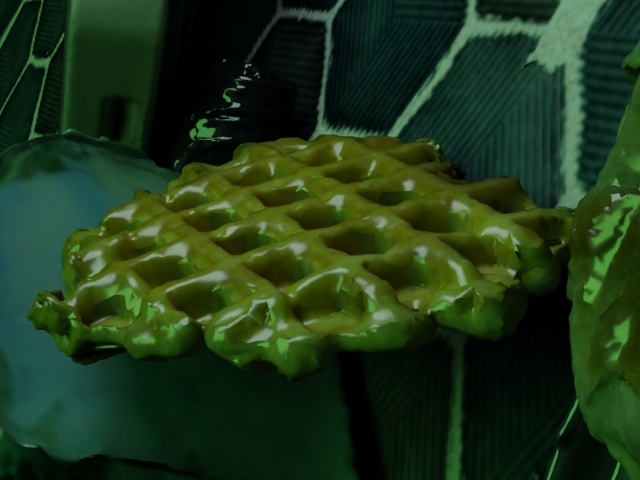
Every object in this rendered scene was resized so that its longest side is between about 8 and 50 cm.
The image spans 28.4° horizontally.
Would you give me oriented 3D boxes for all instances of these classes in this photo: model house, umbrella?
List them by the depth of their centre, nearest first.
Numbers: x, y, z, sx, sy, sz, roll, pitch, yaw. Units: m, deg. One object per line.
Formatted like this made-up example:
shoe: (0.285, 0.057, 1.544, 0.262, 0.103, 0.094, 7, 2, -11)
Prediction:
model house: (-0.132, 0.110, 0.785, 0.261, 0.226, 0.241, -100, 31, -47)
umbrella: (-0.112, 0.019, 0.940, 0.326, 0.094, 0.090, -63, 15, 8)

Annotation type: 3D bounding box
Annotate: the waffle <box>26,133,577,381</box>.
waffle: (0.000, -0.002, 0.651, 0.291, 0.291, 0.051, -145, 41, -61)

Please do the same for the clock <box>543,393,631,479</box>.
clock: (0.189, 0.115, 0.382, 0.319, 0.066, 0.319, -40, 39, 43)

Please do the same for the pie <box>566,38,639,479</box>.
pie: (0.181, -0.011, 0.343, 0.306, 0.071, 0.306, -40, 40, 44)

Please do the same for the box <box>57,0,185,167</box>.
box: (-0.168, -0.176, 1.056, 0.373, 0.090, 0.367, 109, 162, -47)
